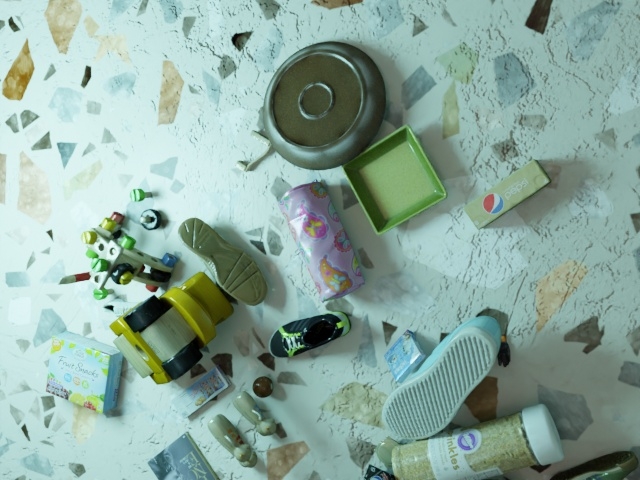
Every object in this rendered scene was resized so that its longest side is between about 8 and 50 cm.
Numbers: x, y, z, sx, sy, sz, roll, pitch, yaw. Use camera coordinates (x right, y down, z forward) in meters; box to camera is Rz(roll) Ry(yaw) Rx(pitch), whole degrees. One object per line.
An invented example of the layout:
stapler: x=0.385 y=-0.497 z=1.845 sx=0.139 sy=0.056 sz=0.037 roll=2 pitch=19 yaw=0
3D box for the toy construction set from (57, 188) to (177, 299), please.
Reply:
toy construction set: x=-0.562 y=0.051 z=1.765 sx=0.309 sy=0.237 sz=0.257 roll=-32 pitch=82 yaw=22

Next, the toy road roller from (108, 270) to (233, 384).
toy road roller: x=-0.369 y=0.216 z=1.740 sx=0.202 sy=0.240 sz=0.329 roll=53 pitch=147 yaw=-6

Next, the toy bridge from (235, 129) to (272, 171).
toy bridge: x=-0.143 y=-0.252 z=1.685 sx=0.063 sy=0.026 sz=0.188 roll=33 pitch=105 yaw=15

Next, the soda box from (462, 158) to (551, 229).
soda box: x=0.400 y=-0.098 z=1.462 sx=0.181 sy=0.058 sz=0.061 roll=-36 pitch=81 yaw=21

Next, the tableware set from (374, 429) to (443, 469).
tableware set: x=0.219 y=0.487 z=1.604 sx=0.141 sy=0.020 sz=0.168 roll=36 pitch=103 yaw=13

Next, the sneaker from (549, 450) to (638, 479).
sneaker: x=0.588 y=0.516 z=1.440 sx=0.192 sy=0.064 sz=0.086 roll=-30 pitch=91 yaw=22

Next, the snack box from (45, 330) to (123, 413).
snack box: x=-0.666 y=0.369 z=1.925 sx=0.207 sy=0.070 sz=0.174 roll=14 pitch=100 yaw=19

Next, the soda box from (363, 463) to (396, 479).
soda box: x=0.140 y=0.554 z=1.561 sx=0.060 sy=0.169 sz=0.053 roll=19 pitch=74 yaw=20

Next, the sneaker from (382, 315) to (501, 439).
sneaker: x=0.280 y=0.305 z=1.508 sx=0.135 sy=0.150 sz=0.366 roll=46 pitch=123 yaw=9

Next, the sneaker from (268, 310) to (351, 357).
sneaker: x=-0.038 y=0.225 z=1.644 sx=0.235 sy=0.097 sz=0.084 roll=-26 pitch=84 yaw=22

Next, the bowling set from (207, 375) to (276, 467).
bowling set: x=-0.162 y=0.448 z=1.677 sx=0.200 sy=0.287 sz=0.154 roll=-41 pitch=85 yaw=-14

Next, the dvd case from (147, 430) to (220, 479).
dvd case: x=-0.358 y=0.654 z=1.853 sx=0.164 sy=0.018 sz=0.221 roll=-40 pitch=80 yaw=20

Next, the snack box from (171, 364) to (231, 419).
snack box: x=-0.318 y=0.404 z=1.813 sx=0.178 sy=0.022 sz=0.064 roll=-38 pitch=79 yaw=20

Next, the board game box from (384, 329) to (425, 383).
board game box: x=0.192 y=0.265 z=1.566 sx=0.020 sy=0.090 sz=0.090 roll=27 pitch=110 yaw=-29

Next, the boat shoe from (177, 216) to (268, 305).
boat shoe: x=-0.239 y=0.053 z=1.728 sx=0.104 sy=0.089 sz=0.285 roll=-43 pitch=80 yaw=-7

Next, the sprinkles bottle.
sprinkles bottle: x=0.338 y=0.463 z=1.489 sx=0.355 sy=0.121 sz=0.121 roll=-22 pitch=86 yaw=18

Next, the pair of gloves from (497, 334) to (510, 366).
pair of gloves: x=0.381 y=0.249 z=1.525 sx=0.083 sy=0.010 sz=0.074 roll=-11 pitch=89 yaw=20

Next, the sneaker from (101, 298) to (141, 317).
sneaker: x=-0.527 y=0.193 z=1.859 sx=0.152 sy=0.061 sz=0.053 roll=5 pitch=94 yaw=20

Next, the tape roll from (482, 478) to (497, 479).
tape roll: x=0.376 y=0.636 z=1.495 sx=0.219 sy=0.072 sz=0.219 roll=5 pitch=112 yaw=13

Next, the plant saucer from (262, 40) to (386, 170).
plant saucer: x=-0.003 y=-0.320 z=1.583 sx=0.310 sy=0.050 sz=0.310 roll=-3 pitch=82 yaw=20

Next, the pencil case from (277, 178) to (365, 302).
pencil case: x=0.000 y=0.000 z=1.604 sx=0.124 sy=0.124 sz=0.284 roll=-28 pitch=83 yaw=22

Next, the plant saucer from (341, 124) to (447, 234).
plant saucer: x=0.171 y=-0.137 z=1.558 sx=0.188 sy=0.045 sz=0.188 roll=-30 pitch=84 yaw=21
